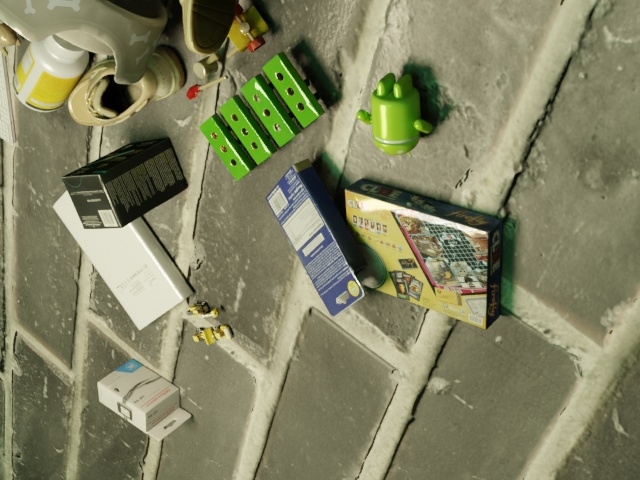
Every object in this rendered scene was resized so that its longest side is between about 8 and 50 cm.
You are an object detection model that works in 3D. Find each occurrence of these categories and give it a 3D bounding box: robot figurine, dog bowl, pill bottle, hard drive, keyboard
[{"bbox_3d":[0.103,-0.168,1.345,0.101,0.067,0.115,11,124,23],"label":"robot figurine"},{"bbox_3d":[-0.378,-0.384,1.461,0.349,0.349,0.102,45,108,11],"label":"dog bowl"},{"bbox_3d":[-0.472,-0.314,1.751,0.103,0.103,0.184,53,139,1],"label":"pill bottle"},{"bbox_3d":[-0.392,0.016,1.944,0.307,0.040,0.203,56,139,-1],"label":"hard drive"},{"bbox_3d":[-0.650,-0.313,1.983,0.072,0.014,0.256,28,132,27],"label":"keyboard"}]

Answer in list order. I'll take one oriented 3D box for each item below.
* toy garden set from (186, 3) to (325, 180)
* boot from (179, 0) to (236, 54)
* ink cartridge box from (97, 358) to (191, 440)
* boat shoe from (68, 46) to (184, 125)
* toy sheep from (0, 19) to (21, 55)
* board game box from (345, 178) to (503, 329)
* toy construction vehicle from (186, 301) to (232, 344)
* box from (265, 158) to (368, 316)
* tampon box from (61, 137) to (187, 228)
[{"bbox_3d":[-0.112,-0.230,1.520,0.204,0.049,0.244,55,139,-3],"label":"toy garden set"},{"bbox_3d":[-0.202,-0.368,1.446,0.165,0.077,0.213,0,86,45],"label":"boot"},{"bbox_3d":[-0.370,0.334,2.087,0.180,0.104,0.060,26,130,28],"label":"ink cartridge box"},{"bbox_3d":[-0.358,-0.251,1.690,0.302,0.098,0.109,-9,110,45],"label":"boat shoe"},{"bbox_3d":[-0.607,-0.399,1.836,0.132,0.091,0.091,35,135,28],"label":"toy sheep"},{"bbox_3d":[0.148,0.017,1.445,0.243,0.042,0.165,19,128,33],"label":"board game box"},{"bbox_3d":[-0.218,0.162,1.884,0.098,0.035,0.086,1,117,42],"label":"toy construction vehicle"},{"bbox_3d":[0.000,0.000,1.530,0.225,0.036,0.136,62,152,8],"label":"box"},{"bbox_3d":[-0.341,-0.099,1.729,0.120,0.161,0.101,0,116,44],"label":"tampon box"}]
